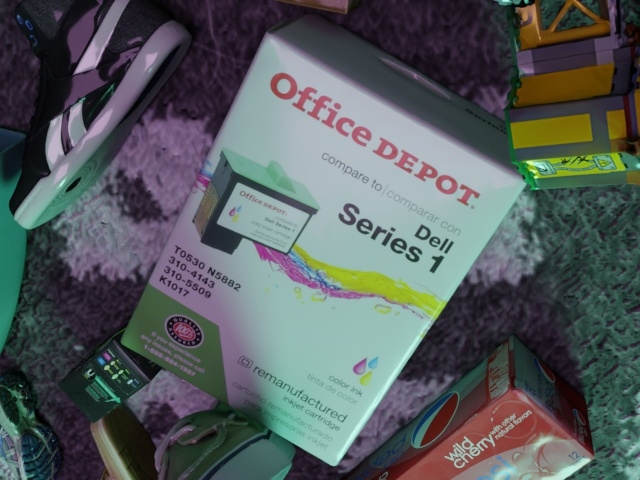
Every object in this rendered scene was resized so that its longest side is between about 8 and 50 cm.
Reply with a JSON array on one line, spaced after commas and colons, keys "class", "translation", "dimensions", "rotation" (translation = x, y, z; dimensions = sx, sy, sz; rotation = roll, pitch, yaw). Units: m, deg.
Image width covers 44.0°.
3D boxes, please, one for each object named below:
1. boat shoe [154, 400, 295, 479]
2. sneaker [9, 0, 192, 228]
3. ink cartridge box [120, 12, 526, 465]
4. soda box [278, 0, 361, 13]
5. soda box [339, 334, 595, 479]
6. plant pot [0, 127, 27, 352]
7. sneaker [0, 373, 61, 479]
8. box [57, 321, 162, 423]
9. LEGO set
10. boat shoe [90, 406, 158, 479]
[{"class": "boat shoe", "translation": [-0.085, 0.183, 0.618], "dimensions": [0.094, 0.302, 0.109], "rotation": [36, 83, 6]}, {"class": "sneaker", "translation": [-0.210, -0.122, 0.640], "dimensions": [0.121, 0.079, 0.217], "rotation": [42, 106, -2]}, {"class": "ink cartridge box", "translation": [0.000, 0.000, 0.609], "dimensions": [0.201, 0.117, 0.278], "rotation": [30, 114, 1]}, {"class": "soda box", "translation": [-0.058, -0.212, 0.571], "dimensions": [0.181, 0.058, 0.061], "rotation": [14, 114, 8]}, {"class": "soda box", "translation": [0.105, 0.206, 0.686], "dimensions": [0.092, 0.083, 0.263], "rotation": [41, 115, -5]}, {"class": "plant pot", "translation": [-0.363, 0.027, 0.691], "dimensions": [0.165, 0.166, 0.234], "rotation": [13, 122, 8]}, {"class": "sneaker", "translation": [-0.310, 0.200, 0.807], "dimensions": [0.058, 0.052, 0.135], "rotation": [-10, 101, 27]}, {"class": "box", "translation": [-0.186, 0.116, 0.731], "dimensions": [0.083, 0.062, 0.052], "rotation": [-37, 98, 23]}, {"class": "LEGO set", "translation": [0.224, -0.156, 0.385], "dimensions": [0.192, 0.331, 0.255], "rotation": [-1, 98, 38]}, {"class": "boat shoe", "translation": [-0.188, 0.241, 0.781], "dimensions": [0.059, 0.063, 0.170], "rotation": [-21, 106, 14]}]
